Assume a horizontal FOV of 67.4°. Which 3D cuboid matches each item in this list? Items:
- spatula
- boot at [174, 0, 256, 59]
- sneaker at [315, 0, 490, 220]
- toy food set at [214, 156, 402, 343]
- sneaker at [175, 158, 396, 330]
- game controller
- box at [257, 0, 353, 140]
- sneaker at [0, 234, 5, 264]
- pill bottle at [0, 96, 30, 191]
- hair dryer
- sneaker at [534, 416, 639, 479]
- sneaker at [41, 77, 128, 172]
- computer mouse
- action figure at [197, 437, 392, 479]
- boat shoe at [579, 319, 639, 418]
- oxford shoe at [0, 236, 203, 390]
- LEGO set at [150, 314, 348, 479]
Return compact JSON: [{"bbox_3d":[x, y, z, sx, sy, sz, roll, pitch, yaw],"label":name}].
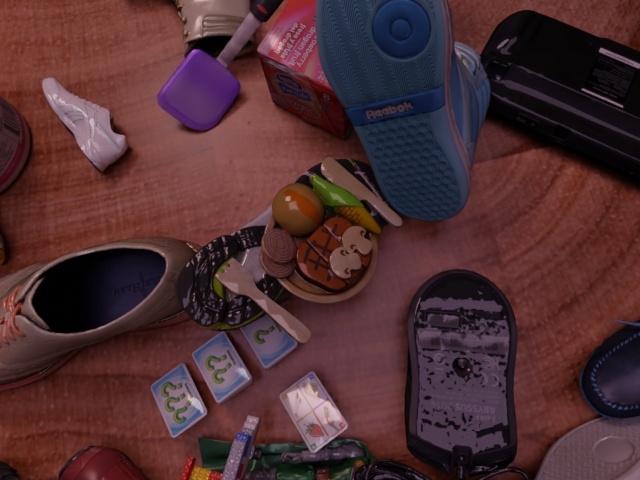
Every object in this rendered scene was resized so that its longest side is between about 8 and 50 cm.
[{"bbox_3d":[-0.094,-0.266,0.609,0.084,0.030,0.296,36,113,-23],"label":"spatula"},{"bbox_3d":[-0.194,-0.330,0.668,0.213,0.077,0.165,-3,81,3],"label":"boot"},{"bbox_3d":[0.104,-0.199,0.520,0.127,0.319,0.208,4,48,27],"label":"sneaker"},{"bbox_3d":[0.000,0.000,0.493,0.132,0.038,0.192,39,65,2],"label":"toy food set"},{"bbox_3d":[-0.033,0.004,0.572,0.299,0.121,0.111,-32,80,-23],"label":"sneaker"},{"bbox_3d":[0.357,-0.183,0.615,0.319,0.067,0.167,28,67,8],"label":"game controller"},{"bbox_3d":[0.043,-0.280,0.613,0.122,0.128,0.257,30,81,9],"label":"box"},{"bbox_3d":[-0.506,0.048,0.588,0.225,0.088,0.093,-38,85,-18],"label":"sneaker"},{"bbox_3d":[-0.493,-0.155,0.543,0.160,0.283,0.161,-1,78,4],"label":"pill bottle"},{"bbox_3d":[-0.264,0.349,0.539,0.293,0.080,0.224,-8,83,15],"label":"hair dryer"},{"bbox_3d":[0.294,0.310,0.505,0.255,0.094,0.151,-37,101,-18],"label":"sneaker"},{"bbox_3d":[-0.320,-0.166,0.657,0.061,0.054,0.152,-37,84,-14],"label":"sneaker"},{"bbox_3d":[0.144,0.168,0.533,0.188,0.072,0.273,7,70,12],"label":"computer mouse"},{"bbox_3d":[-0.023,0.278,0.539,0.232,0.063,0.137,-9,75,-2],"label":"action figure"},{"bbox_3d":[0.405,0.105,0.524,0.258,0.089,0.109,-30,67,-6],"label":"boat shoe"},{"bbox_3d":[-0.327,0.078,0.553,0.396,0.146,0.141,-22,78,-1],"label":"oxford shoe"},{"bbox_3d":[-0.078,0.198,0.517,0.182,0.060,0.244,-35,57,-6],"label":"LEGO set"}]
